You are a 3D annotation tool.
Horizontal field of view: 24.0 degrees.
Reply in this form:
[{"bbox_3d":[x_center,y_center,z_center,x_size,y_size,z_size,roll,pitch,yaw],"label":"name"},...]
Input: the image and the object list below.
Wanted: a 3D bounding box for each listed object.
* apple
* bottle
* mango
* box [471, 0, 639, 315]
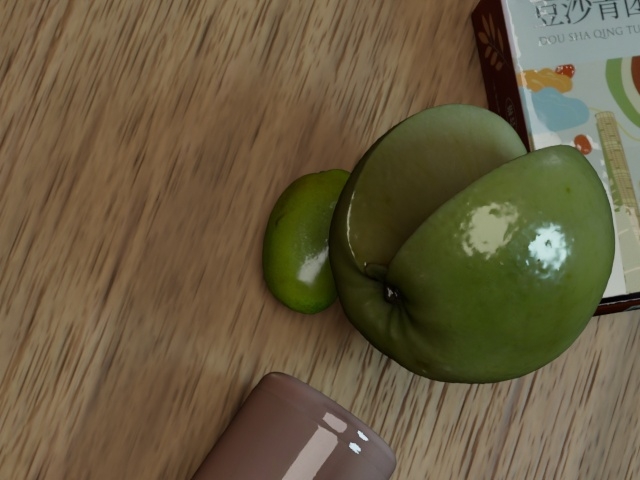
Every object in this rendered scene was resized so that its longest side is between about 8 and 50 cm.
[{"bbox_3d":[0.149,0.005,1.537,0.254,0.292,0.292,-28,85,-31],"label":"apple"},{"bbox_3d":[-0.080,0.292,1.567,0.206,0.173,0.297,28,77,29],"label":"bottle"},{"bbox_3d":[-0.005,-0.004,1.662,0.117,0.089,0.163,35,76,2],"label":"mango"},{"bbox_3d":[0.384,-0.119,1.731,0.345,0.122,0.385,-8,81,-10],"label":"box"}]
